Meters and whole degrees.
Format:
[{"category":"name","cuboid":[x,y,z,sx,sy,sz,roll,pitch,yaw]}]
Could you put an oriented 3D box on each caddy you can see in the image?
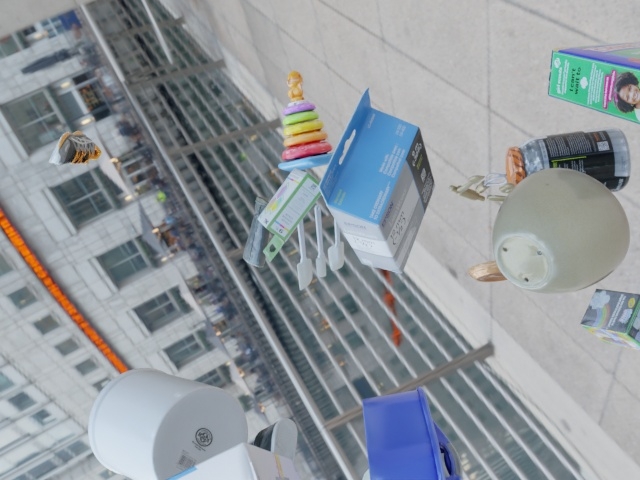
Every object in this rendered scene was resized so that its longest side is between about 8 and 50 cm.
[{"category":"caddy","cuboid":[0.187,0.447,1.141,0.341,0.179,0.241,-89,-10,-67]}]

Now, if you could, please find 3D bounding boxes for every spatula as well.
[{"category":"spatula","cuboid":[0.000,0.000,1.528,0.019,0.168,0.242,32,136,44]}]

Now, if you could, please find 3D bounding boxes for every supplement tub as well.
[{"category":"supplement tub","cuboid":[0.722,-0.221,1.708,0.193,0.316,0.193,-6,-90,-82]}]

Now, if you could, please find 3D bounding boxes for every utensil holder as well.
[{"category":"utensil holder","cuboid":[-0.444,0.555,1.692,0.386,0.328,0.327,-6,116,46]}]

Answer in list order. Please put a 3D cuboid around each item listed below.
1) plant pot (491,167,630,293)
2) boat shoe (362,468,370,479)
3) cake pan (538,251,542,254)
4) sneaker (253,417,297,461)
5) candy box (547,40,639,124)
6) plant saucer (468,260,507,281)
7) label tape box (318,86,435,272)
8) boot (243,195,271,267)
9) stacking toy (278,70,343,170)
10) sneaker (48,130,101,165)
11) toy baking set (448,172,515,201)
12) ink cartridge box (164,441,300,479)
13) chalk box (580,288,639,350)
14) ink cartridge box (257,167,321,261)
[{"category":"plant pot","cuboid":[0.490,0.007,1.261,0.284,0.191,0.284,29,134,35]},{"category":"boat shoe","cuboid":[0.206,0.723,1.466,0.091,0.109,0.305,41,-166,-54]},{"category":"cake pan","cuboid":[0.784,0.013,2.063,0.054,0.293,0.293,40,163,17]},{"category":"sneaker","cuboid":[-0.151,0.681,1.699,0.105,0.295,0.147,24,149,-19]},{"category":"candy box","cuboid":[0.710,-0.352,1.259,0.317,0.268,0.122,-130,33,-59]},{"category":"plant saucer","cuboid":[0.587,0.102,1.892,0.200,0.200,0.037,98,168,-73]},{"category":"label tape box","cuboid":[0.136,-0.116,1.242,0.115,0.249,0.347,15,159,25]},{"category":"boot","cuboid":[-0.171,-0.017,1.778,0.190,0.076,0.208,30,104,57]},{"category":"stacking toy","cuboid":[-0.059,-0.374,1.793,0.166,0.175,0.301,-3,102,46]},{"category":"sneaker","cuboid":[-0.647,-0.237,1.535,0.083,0.084,0.215,35,-163,-13]},{"category":"toy baking set","cuboid":[0.466,-0.151,1.612,0.197,0.256,0.030,-13,71,52]},{"category":"ink cartridge box","cuboid":[-0.141,0.503,1.014,0.197,0.198,0.270,65,-178,30]},{"category":"chalk box","cuboid":[0.909,0.237,1.692,0.132,0.132,0.213,33,170,-22]},{"category":"ink cartridge box","cuboid":[-0.085,-0.062,1.321,0.062,0.209,0.109,36,-179,-20]}]
